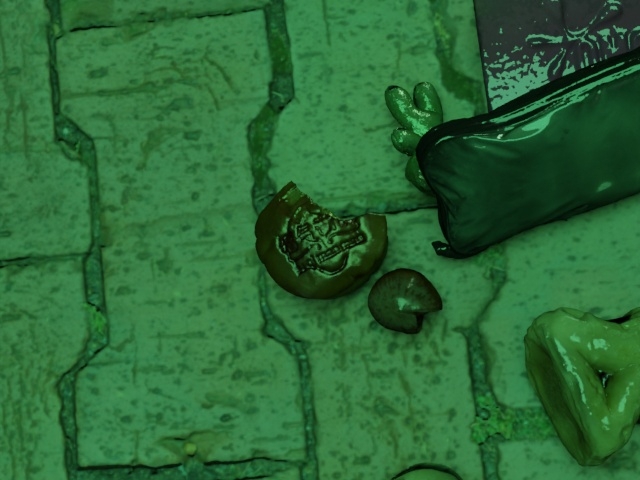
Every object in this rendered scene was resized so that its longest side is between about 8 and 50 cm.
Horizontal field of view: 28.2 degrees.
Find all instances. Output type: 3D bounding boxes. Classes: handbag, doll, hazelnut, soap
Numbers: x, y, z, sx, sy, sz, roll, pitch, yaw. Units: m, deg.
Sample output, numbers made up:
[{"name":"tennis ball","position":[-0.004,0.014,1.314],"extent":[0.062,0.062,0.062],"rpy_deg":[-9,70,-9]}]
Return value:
[{"name":"handbag","position":[0.265,-0.094,1.427],"extent":[0.332,0.191,0.075],"rpy_deg":[-22,43,4]},{"name":"doll","position":[0.126,-0.118,1.518],"extent":[0.115,0.077,0.150],"rpy_deg":[-4,69,-33]},{"name":"hazelnut","position":[0.097,0.072,1.472],"extent":[0.086,0.086,0.086],"rpy_deg":[-2,77,10]},{"name":"soap","position":[0.316,-0.230,1.496],"extent":[0.259,0.081,0.181],"rpy_deg":[-7,76,9]}]

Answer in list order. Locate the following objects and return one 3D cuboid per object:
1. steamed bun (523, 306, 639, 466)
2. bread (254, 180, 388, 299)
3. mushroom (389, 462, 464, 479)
[{"name":"steamed bun","position":[0.322,0.142,1.394],"extent":[0.155,0.141,0.172],"rpy_deg":[-21,77,-9]},{"name":"bread","position":[-0.002,0.010,1.499],"extent":[0.156,0.086,0.125],"rpy_deg":[21,84,15]},{"name":"mushroom","position":[0.107,0.320,1.399],"extent":[0.154,0.122,0.154],"rpy_deg":[-4,106,-16]}]
